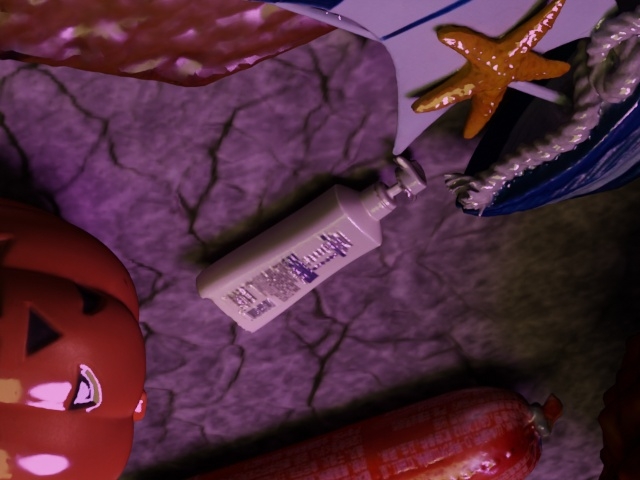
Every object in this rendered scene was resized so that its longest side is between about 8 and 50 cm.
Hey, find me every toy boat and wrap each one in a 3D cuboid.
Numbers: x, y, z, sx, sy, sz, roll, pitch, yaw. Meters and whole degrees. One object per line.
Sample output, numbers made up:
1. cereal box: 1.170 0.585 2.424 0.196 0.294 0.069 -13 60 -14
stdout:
1. toy boat: 0.075 -0.111 0.890 0.291 0.067 0.220 18 124 -36

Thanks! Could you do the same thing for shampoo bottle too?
1. shampoo bottle: 0.000 0.000 1.034 0.141 0.034 0.049 -33 124 21

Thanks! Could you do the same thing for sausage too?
1. sausage: 0.019 0.148 1.159 0.274 0.074 0.074 -19 135 10

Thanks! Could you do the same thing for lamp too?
1. lamp: -0.165 0.071 0.972 0.164 0.188 0.188 12 132 -25

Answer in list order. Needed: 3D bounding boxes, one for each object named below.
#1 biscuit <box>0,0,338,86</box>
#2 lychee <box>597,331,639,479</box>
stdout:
1. biscuit: -0.063 -0.204 0.792 0.359 0.046 0.359 -10 138 -9
2. lychee: 0.391 0.148 0.992 0.500 0.425 0.425 17 135 10
